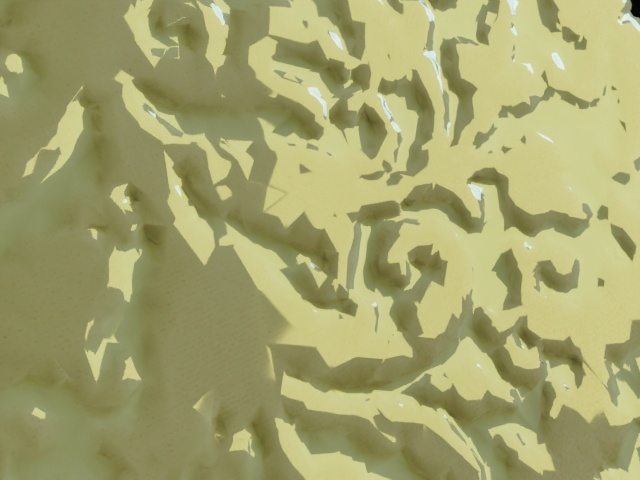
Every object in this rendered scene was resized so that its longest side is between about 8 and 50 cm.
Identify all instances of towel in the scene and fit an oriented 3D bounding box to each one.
[{"bbox_3d":[0.015,0.016,0.467,0.053,0.331,0.317,-23,-88,56],"label":"towel"}]
